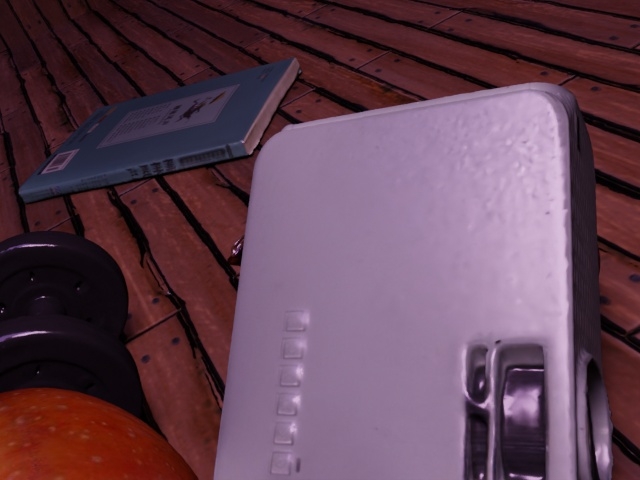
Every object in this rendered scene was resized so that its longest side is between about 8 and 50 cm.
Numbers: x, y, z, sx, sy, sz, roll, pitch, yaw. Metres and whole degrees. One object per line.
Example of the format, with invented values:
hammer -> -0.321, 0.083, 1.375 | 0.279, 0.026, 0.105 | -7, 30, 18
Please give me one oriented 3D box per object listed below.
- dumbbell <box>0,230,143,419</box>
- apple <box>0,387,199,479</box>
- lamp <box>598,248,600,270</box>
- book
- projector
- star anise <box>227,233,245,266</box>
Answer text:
dumbbell -> -0.225, 0.090, 0.634 | 0.143, 0.143, 0.325 | -26, 31, -4
apple -> -0.137, 0.189, 0.388 | 0.210, 0.173, 0.234 | -42, 39, 24
lamp -> 0.142, 0.016, 0.551 | 0.108, 0.092, 0.107 | -3, -4, 0
book -> -0.231, -0.166, 1.139 | 0.380, 0.031, 0.264 | -8, 35, 24
projector -> 0.060, 0.047, 0.458 | 0.198, 0.108, 0.250 | -6, 66, 27
star anise -> 0.000, 0.000, 0.710 | 0.168, 0.057, 0.167 | -9, 31, 5
